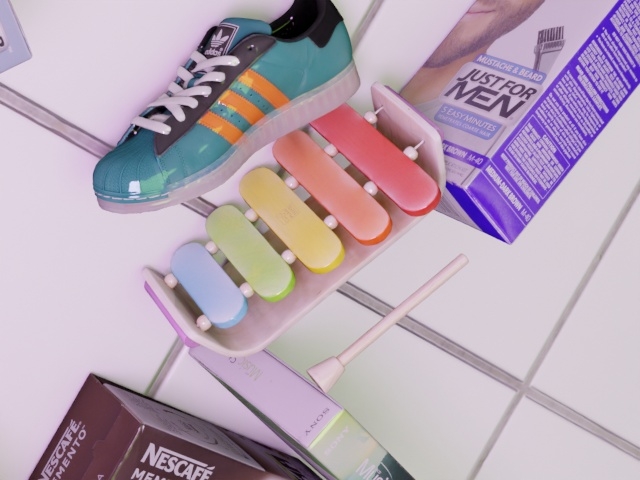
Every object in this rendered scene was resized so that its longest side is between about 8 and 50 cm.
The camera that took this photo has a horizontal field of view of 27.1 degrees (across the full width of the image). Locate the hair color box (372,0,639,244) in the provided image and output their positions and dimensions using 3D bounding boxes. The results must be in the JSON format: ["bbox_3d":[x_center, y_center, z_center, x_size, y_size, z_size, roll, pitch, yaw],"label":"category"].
[{"bbox_3d":[0.219,-0.176,1.379,0.339,0.185,0.110,-50,127,-9],"label":"hair color box"}]

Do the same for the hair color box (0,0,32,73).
[{"bbox_3d":[-0.419,-0.113,0.945,0.374,0.185,0.114,-32,124,-21],"label":"hair color box"}]

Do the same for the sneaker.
[{"bbox_3d":[-0.095,-0.138,1.226,0.302,0.108,0.121,-36,125,-29],"label":"sneaker"}]

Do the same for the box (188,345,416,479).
[{"bbox_3d":[0.025,0.224,1.372,0.058,0.232,0.322,-50,129,-8],"label":"box"}]

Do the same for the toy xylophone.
[{"bbox_3d":[0.000,0.000,1.270,0.323,0.236,0.081,-45,139,-10],"label":"toy xylophone"}]

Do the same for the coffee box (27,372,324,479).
[{"bbox_3d":[-0.137,0.272,1.348,0.297,0.119,0.168,31,90,-40],"label":"coffee box"}]
